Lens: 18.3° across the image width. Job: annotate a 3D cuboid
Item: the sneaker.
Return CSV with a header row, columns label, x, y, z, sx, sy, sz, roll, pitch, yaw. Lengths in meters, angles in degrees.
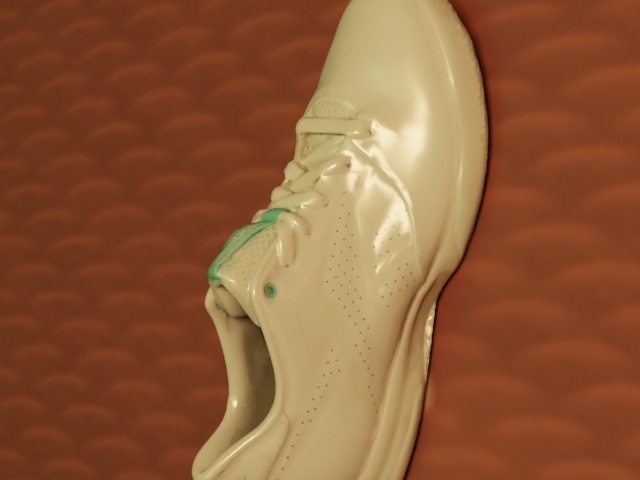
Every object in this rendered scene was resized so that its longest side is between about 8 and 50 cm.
label,x,y,z,sx,sy,sz,roll,pitch,yaw
sneaker,0.000,0.000,0.755,0.080,0.094,0.212,10,92,55
